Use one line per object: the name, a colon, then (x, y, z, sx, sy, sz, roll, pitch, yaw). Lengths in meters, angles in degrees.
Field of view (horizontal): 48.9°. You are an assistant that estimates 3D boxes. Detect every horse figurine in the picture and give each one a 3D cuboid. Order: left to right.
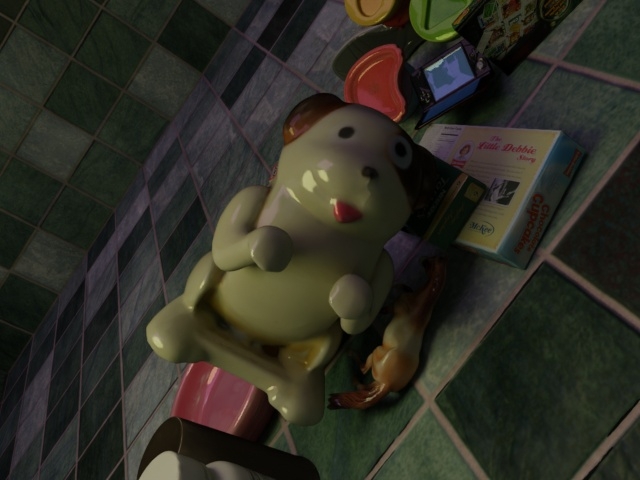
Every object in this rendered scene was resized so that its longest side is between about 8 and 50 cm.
horse figurine: (0.105, 0.145, 1.047, 0.174, 0.066, 0.263, -5, 58, 65)

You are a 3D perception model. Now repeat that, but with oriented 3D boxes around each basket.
basket: (-0.151, 0.369, 1.077, 0.204, 0.226, 0.154, -28, 40, 48)

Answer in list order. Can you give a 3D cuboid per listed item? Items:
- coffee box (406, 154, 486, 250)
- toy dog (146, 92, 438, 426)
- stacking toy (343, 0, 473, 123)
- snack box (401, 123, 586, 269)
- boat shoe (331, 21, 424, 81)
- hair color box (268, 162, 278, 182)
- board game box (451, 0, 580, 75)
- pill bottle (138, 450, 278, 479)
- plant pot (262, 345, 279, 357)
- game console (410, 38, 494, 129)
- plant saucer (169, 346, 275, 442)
coffee box: (0.163, -0.069, 1.058, 0.113, 0.040, 0.184, -58, 27, 11)
toy dog: (0.000, 0.000, 1.026, 0.408, 0.284, 0.395, -58, -1, 27)
stacking toy: (0.189, -0.372, 1.356, 0.279, 0.130, 0.309, 8, 97, 36)
snack box: (0.229, -0.080, 1.069, 0.187, 0.060, 0.322, -62, 26, -2)
boat shoe: (0.160, -0.458, 1.536, 0.320, 0.118, 0.103, -34, 27, 33)
hair color box: (-0.028, -0.159, 1.568, 0.167, 0.093, 0.053, -30, 38, 44)
board game box: (0.345, -0.399, 1.115, 0.260, 0.136, 0.030, -46, 27, 24)
pill bottle: (-0.099, 0.382, 0.906, 0.160, 0.283, 0.160, -42, 31, 32)
plant pot: (-0.048, 0.174, 1.225, 0.134, 0.095, 0.134, -8, 49, 9)
game console: (0.214, -0.271, 1.206, 0.144, 0.085, 0.124, -28, 77, 34)
plant saucer: (-0.175, 0.292, 1.364, 0.332, 0.084, 0.332, -41, 31, 31)
